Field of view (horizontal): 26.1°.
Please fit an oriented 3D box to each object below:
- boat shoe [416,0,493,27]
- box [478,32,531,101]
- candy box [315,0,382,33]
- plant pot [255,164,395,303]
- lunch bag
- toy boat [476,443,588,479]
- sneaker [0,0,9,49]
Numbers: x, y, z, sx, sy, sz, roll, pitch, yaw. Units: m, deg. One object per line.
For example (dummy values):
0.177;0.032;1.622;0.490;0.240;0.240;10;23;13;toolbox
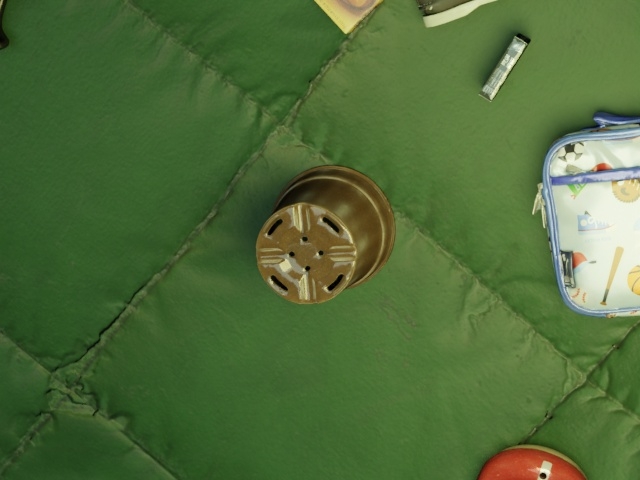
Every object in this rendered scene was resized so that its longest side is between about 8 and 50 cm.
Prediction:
0.218;-0.324;1.644;0.228;0.081;0.068;-19;101;18;boat shoe
0.224;-0.211;1.674;0.018;0.067;0.083;33;106;4;box
0.010;-0.360;1.698;0.109;0.053;0.186;-42;92;17;candy box
0.000;0.000;1.719;0.167;0.165;0.167;2;102;11;plant pot
0.408;-0.038;1.649;0.303;0.115;0.243;-5;98;13;lunch bag
0.254;0.378;1.749;0.151;0.151;0.231;18;105;8;toy boat
-0.406;-0.387;1.763;0.121;0.108;0.302;26;114;5;sneaker
